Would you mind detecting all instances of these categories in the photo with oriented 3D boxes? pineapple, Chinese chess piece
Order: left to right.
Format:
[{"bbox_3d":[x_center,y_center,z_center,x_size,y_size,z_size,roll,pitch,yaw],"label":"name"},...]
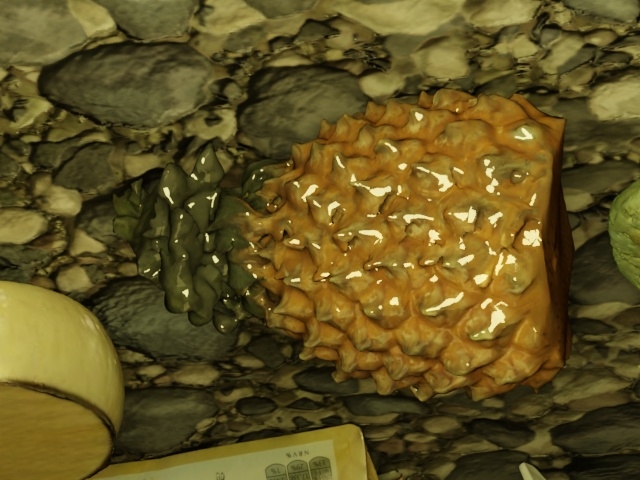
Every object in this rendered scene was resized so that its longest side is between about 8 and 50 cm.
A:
[{"bbox_3d":[-0.291,0.133,1.517,0.257,0.104,0.257,-7,149,-4],"label":"Chinese chess piece"},{"bbox_3d":[0.000,0.002,1.298,0.357,0.223,0.223,2,149,15],"label":"pineapple"}]

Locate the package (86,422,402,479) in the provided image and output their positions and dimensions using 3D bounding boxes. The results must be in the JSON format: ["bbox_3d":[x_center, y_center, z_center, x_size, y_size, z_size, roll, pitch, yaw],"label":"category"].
[{"bbox_3d":[-0.066,0.313,1.802,0.311,0.221,0.165,-13,167,17],"label":"package"}]

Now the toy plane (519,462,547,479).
[{"bbox_3d":[0.297,0.303,1.850,0.252,0.118,0.252,-11,135,-11],"label":"toy plane"}]

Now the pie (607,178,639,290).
[{"bbox_3d":[0.333,-0.007,1.417,0.240,0.054,0.240,-3,149,-2],"label":"pie"}]

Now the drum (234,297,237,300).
[{"bbox_3d":[0.027,0.037,1.472,0.253,0.049,0.130,17,143,-28],"label":"drum"}]

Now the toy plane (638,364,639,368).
[{"bbox_3d":[0.397,0.101,1.517,0.244,0.092,0.229,-6,179,40],"label":"toy plane"}]
